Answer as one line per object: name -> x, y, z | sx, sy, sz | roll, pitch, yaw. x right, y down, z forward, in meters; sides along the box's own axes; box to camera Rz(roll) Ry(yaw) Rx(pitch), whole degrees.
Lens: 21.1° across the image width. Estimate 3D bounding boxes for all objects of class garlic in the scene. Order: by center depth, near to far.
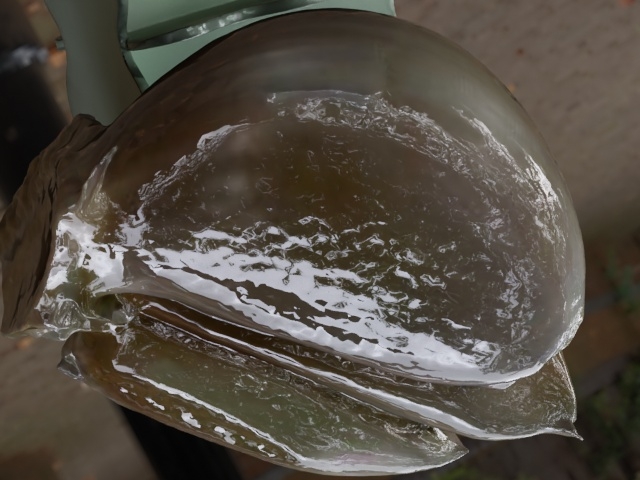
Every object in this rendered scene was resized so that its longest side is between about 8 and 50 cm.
garlic -> 0.000, 0.001, 0.888 | 0.325, 0.132, 0.279 | 11, 138, -13

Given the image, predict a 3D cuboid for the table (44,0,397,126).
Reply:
table -> -0.039, -0.136, 0.971 | 0.198, 0.166, 0.166 | -19, 167, -23
